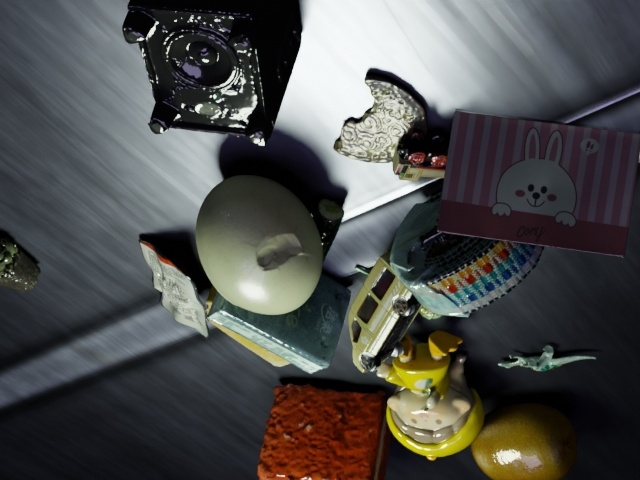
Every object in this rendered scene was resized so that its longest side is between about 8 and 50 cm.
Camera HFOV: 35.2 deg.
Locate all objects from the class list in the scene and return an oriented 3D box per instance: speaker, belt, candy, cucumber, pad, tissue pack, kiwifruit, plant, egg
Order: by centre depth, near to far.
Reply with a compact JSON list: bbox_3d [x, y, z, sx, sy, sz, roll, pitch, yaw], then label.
[{"bbox_3d":[-0.136,-0.298,1.415,0.184,0.254,0.232,6,142,11],"label":"speaker"},{"bbox_3d":[0.348,-0.092,1.609,0.300,0.202,0.005,9,179,6],"label":"pad"},{"bbox_3d":[0.243,0.011,1.735,0.258,0.207,0.150,-29,127,21],"label":"belt"},{"bbox_3d":[-0.109,0.010,1.815,0.219,0.219,0.269,-25,105,39],"label":"egg"},{"bbox_3d":[0.000,0.000,1.911,0.052,0.058,0.214,5,144,-10],"label":"cucumber"},{"bbox_3d":[-0.078,0.124,1.984,0.257,0.185,0.081,31,149,-22],"label":"tissue pack"},{"bbox_3d":[0.159,0.096,2.004,0.203,0.061,0.061,27,141,-4],"label":"candy"},{"bbox_3d":[-0.670,0.051,2.150,0.094,0.092,0.143,-6,145,34],"label":"plant"},{"bbox_3d":[0.448,0.457,2.255,0.234,0.196,0.196,-19,132,40],"label":"kiwifruit"}]

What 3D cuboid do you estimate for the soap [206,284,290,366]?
[{"bbox_3d":[-0.129,0.163,2.137,0.257,0.080,0.160,37,137,-29],"label":"soap"}]

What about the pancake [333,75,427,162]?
[{"bbox_3d":[0.087,-0.193,1.673,0.191,0.020,0.184,-19,133,33],"label":"pancake"}]

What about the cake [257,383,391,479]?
[{"bbox_3d":[0.018,0.519,2.390,0.270,0.270,0.319,4,142,12],"label":"cake"}]

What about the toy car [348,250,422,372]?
[{"bbox_3d":[0.125,0.136,1.952,0.124,0.101,0.256,44,129,21],"label":"toy car"}]

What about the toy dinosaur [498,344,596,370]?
[{"bbox_3d":[0.474,0.258,2.124,0.187,0.044,0.106,-3,155,0],"label":"toy dinosaur"}]

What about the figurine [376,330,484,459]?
[{"bbox_3d":[0.239,0.325,2.164,0.215,0.187,0.343,8,137,21],"label":"figurine"}]

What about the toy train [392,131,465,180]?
[{"bbox_3d":[0.190,-0.135,1.677,0.138,0.050,0.087,4,149,-9],"label":"toy train"}]

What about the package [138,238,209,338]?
[{"bbox_3d":[-0.298,0.101,2.095,0.166,0.040,0.232,32,149,31],"label":"package"}]
